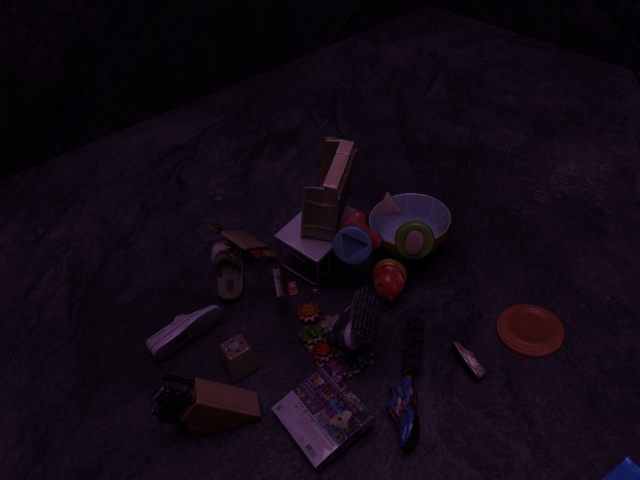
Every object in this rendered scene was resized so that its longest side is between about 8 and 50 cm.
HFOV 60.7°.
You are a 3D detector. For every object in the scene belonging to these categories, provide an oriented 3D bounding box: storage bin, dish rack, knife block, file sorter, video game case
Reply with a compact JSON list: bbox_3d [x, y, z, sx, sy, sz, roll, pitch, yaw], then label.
[{"bbox_3d":[0.028,-0.173,1.862,0.123,0.261,0.262,14,50,8],"label":"storage bin"},{"bbox_3d":[0.197,0.265,1.640,0.271,0.074,0.208,31,42,-14],"label":"dish rack"},{"bbox_3d":[-0.325,0.443,1.528,0.275,0.242,0.088,-14,43,-5],"label":"knife block"},{"bbox_3d":[0.000,0.000,1.994,0.192,0.173,0.277,30,55,25],"label":"file sorter"},{"bbox_3d":[0.006,0.491,1.541,0.210,0.042,0.232,-38,48,-14],"label":"video game case"}]

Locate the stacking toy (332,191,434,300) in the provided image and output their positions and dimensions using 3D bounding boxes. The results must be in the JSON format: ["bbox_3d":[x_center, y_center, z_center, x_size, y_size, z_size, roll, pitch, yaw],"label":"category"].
[{"bbox_3d":[0.208,0.025,1.780,0.309,0.279,0.130,43,23,-6],"label":"stacking toy"}]

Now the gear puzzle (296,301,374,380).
[{"bbox_3d":[0.027,0.303,1.762,0.175,0.044,0.339,-24,44,-16],"label":"gear puzzle"}]

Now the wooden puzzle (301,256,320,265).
[{"bbox_3d":[-0.033,0.072,2.056,0.083,0.006,0.049,5,44,16],"label":"wooden puzzle"}]

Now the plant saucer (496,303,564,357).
[{"bbox_3d":[0.649,0.270,1.691,0.199,0.037,0.200,-5,42,5],"label":"plant saucer"}]

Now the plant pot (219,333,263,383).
[{"bbox_3d":[-0.258,0.360,1.714,0.109,0.096,0.109,-28,46,-19],"label":"plant pot"}]

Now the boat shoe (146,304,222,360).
[{"bbox_3d":[-0.459,0.292,1.836,0.267,0.096,0.088,-38,53,-17],"label":"boat shoe"}]

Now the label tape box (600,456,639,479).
[{"bbox_3d":[0.756,0.658,1.191,0.249,0.115,0.348,-27,46,-18],"label":"label tape box"}]

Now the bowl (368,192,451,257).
[{"bbox_3d":[0.325,-0.024,1.983,0.289,0.156,0.290,-6,42,5],"label":"bowl"}]

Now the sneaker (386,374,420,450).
[{"bbox_3d":[0.226,0.482,1.519,0.087,0.083,0.221,-13,35,16],"label":"sneaker"}]

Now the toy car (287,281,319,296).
[{"bbox_3d":[-0.063,0.163,1.936,0.121,0.041,0.060,-1,43,10],"label":"toy car"}]

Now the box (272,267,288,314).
[{"bbox_3d":[-0.139,0.176,1.897,0.027,0.094,0.137,-12,41,-4],"label":"box"}]

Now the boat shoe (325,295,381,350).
[{"bbox_3d":[0.109,0.249,1.713,0.091,0.115,0.302,-4,9,26],"label":"boat shoe"}]

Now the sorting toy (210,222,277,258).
[{"bbox_3d":[-0.293,0.016,2.092,0.274,0.046,0.132,32,19,24],"label":"sorting toy"}]

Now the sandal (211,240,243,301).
[{"bbox_3d":[-0.342,0.097,2.025,0.120,0.086,0.303,-15,42,-7],"label":"sandal"}]

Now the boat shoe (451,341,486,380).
[{"bbox_3d":[0.441,0.355,1.631,0.045,0.050,0.135,-20,53,-16],"label":"boat shoe"}]
